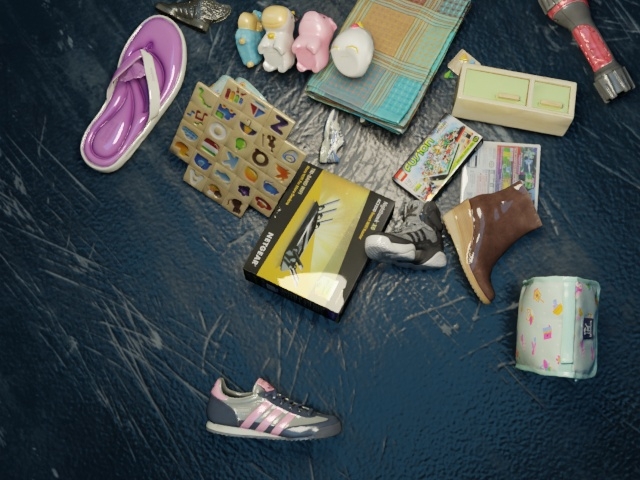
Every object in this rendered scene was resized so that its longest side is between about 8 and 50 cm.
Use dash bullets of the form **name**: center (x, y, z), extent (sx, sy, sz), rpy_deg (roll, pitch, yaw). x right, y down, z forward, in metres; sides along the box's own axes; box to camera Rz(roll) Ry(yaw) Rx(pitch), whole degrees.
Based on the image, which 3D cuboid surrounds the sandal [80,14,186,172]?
- **sandal**: center (-0.447, -0.355, 1.949), extent (0.169, 0.102, 0.416), rpy_deg (23, 86, 4)

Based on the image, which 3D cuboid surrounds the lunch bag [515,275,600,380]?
- **lunch bag**: center (0.526, 0.190, 1.777), extent (0.160, 0.262, 0.223), rpy_deg (5, 85, 3)

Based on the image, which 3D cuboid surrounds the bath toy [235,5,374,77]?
- **bath toy**: center (-0.026, -0.470, 1.880), extent (0.348, 0.151, 0.129), rpy_deg (14, 44, 27)

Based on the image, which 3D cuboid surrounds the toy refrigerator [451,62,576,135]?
- **toy refrigerator**: center (0.454, -0.333, 1.896), extent (0.270, 0.094, 0.102), rpy_deg (12, 68, 3)

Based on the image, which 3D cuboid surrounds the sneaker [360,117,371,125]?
- **sneaker**: center (0.112, -0.368, 1.947), extent (0.083, 0.071, 0.190), rpy_deg (13, 78, 10)

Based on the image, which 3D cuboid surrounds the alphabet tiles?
- **alphabet tiles**: center (-0.193, -0.201, 1.838), extent (0.285, 0.342, 0.011), rpy_deg (33, 45, -2)

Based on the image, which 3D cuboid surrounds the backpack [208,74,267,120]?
- **backpack**: center (-0.202, -0.296, 1.889), extent (0.144, 0.188, 0.166), rpy_deg (-42, 83, -12)

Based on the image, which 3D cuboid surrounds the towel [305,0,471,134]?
- **towel**: center (0.159, -0.455, 1.907), extent (0.271, 0.040, 0.370), rpy_deg (25, 79, 20)

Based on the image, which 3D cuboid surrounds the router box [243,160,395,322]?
- **router box**: center (0.000, 0.000, 1.859), extent (0.243, 0.081, 0.309), rpy_deg (24, 70, 9)

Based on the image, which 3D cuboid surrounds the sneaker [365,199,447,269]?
- **sneaker**: center (0.194, -0.022, 1.836), extent (0.101, 0.269, 0.153), rpy_deg (-8, 75, 40)

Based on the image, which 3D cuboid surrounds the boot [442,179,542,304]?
- **boot**: center (0.417, 0.006, 1.867), extent (0.207, 0.090, 0.248), rpy_deg (-22, 90, 8)

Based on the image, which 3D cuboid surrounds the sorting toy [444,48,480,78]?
- **sorting toy**: center (0.341, -0.417, 1.961), extent (0.062, 0.012, 0.083), rpy_deg (42, 88, 5)

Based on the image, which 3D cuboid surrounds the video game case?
- **video game case**: center (0.428, -0.135, 1.929), extent (0.183, 0.023, 0.201), rpy_deg (4, 84, 3)

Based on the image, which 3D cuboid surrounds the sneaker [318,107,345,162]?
- **sneaker**: center (0.033, -0.250, 1.949), extent (0.058, 0.052, 0.135), rpy_deg (10, 93, -6)

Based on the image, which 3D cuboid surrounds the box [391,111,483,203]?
- **box**: center (0.278, -0.191, 1.919), extent (0.114, 0.036, 0.207), rpy_deg (39, 89, 19)

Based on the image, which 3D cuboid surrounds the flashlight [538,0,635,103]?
- **flashlight**: center (0.630, -0.470, 1.907), extent (0.103, 0.103, 0.304), rpy_deg (-27, 84, -1)

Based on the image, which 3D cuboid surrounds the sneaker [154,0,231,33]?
- **sneaker**: center (-0.314, -0.572, 1.989), extent (0.170, 0.051, 0.089), rpy_deg (24, 87, 0)

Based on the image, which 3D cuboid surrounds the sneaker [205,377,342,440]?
- **sneaker**: center (-0.107, 0.388, 1.866), extent (0.319, 0.112, 0.131), rpy_deg (3, 88, 2)
